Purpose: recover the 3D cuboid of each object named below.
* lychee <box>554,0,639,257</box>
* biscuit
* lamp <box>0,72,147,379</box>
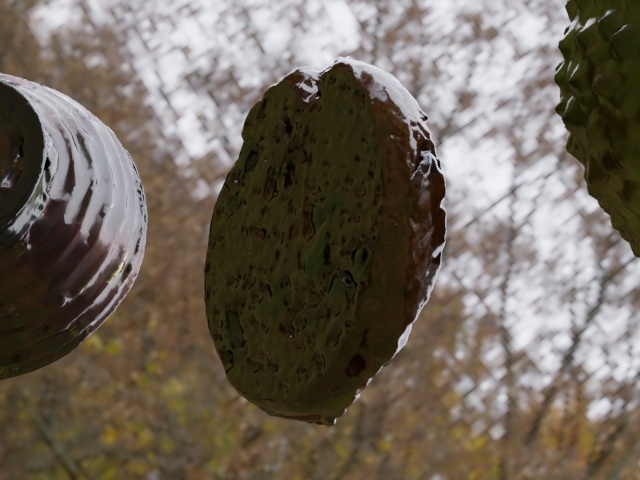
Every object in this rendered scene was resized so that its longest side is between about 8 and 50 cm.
[{"bbox_3d":[0.247,-0.085,0.911,0.270,0.270,0.320,42,7,22],"label":"lychee"},{"bbox_3d":[0.000,0.000,0.941,0.192,0.049,0.192,-18,-111,58],"label":"biscuit"},{"bbox_3d":[-0.243,-0.009,1.316,0.247,0.247,0.247,38,-32,29],"label":"lamp"}]
